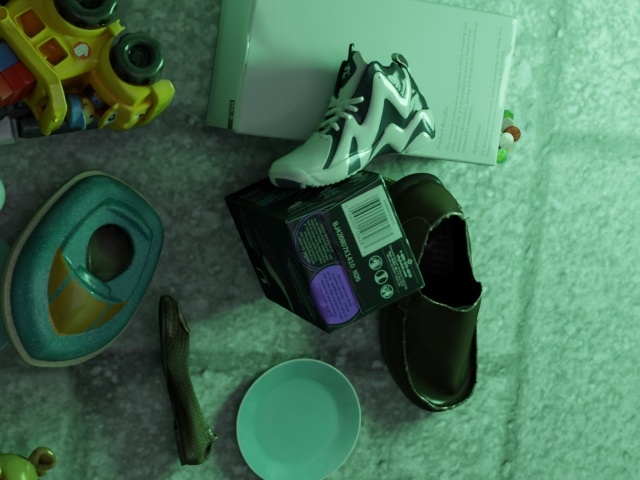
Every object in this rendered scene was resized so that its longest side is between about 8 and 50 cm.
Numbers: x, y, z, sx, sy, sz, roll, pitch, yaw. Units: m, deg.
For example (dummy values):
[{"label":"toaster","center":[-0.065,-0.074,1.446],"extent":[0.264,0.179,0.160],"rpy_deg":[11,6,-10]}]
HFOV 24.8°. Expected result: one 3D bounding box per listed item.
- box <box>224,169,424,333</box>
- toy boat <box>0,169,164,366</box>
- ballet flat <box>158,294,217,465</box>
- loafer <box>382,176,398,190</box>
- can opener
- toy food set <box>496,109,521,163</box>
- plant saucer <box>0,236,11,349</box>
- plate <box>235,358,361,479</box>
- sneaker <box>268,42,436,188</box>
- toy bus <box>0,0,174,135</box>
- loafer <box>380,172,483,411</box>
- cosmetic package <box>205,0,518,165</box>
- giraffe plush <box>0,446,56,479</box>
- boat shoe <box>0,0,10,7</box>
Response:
[{"label":"box","center":[0.000,0.000,1.911],"extent":[0.143,0.270,0.165],"rpy_deg":[-26,106,-15]},{"label":"toy boat","center":[-0.344,0.010,1.818],"extent":[0.318,0.148,0.267],"rpy_deg":[35,71,-31]},{"label":"ballet flat","center":[-0.180,0.190,1.972],"extent":[0.058,0.084,0.250],"rpy_deg":[-8,106,-3]},{"label":"loafer","center":[0.079,-0.064,2.050],"extent":[0.148,0.050,0.056],"rpy_deg":[12,94,-21]},{"label":"can opener","center":[-0.365,-0.163,1.855],"extent":[0.280,0.093,0.074],"rpy_deg":[-10,100,-24]},{"label":"toy food set","center":[0.251,-0.155,2.116],"extent":[0.082,0.020,0.083],"rpy_deg":[24,89,-22]},{"label":"plant saucer","center":[-0.476,0.068,1.871],"extent":[0.195,0.037,0.195],"rpy_deg":[-3,99,-19]},{"label":"plate","center":[-0.033,0.258,2.070],"extent":[0.188,0.024,0.188],"rpy_deg":[-3,98,-20]},{"label":"sneaker","center":[0.027,-0.165,1.830],"extent":[0.235,0.094,0.153],"rpy_deg":[-20,106,-15]},{"label":"toy bus","center":[-0.318,-0.204,1.766],"extent":[0.211,0.149,0.220],"rpy_deg":[-40,92,-27]},{"label":"loafer","center":[0.159,0.093,2.043],"extent":[0.134,0.130,0.366],"rpy_deg":[-18,115,-17]},{"label":"cosmetic package","center":[0.054,-0.228,1.963],"extent":[0.385,0.156,0.217],"rpy_deg":[8,95,-20]},{"label":"giraffe plush","center":[-0.441,0.323,1.875],"extent":[0.170,0.181,0.210],"rpy_deg":[25,54,-32]},{"label":"boat shoe","center":[-0.515,-0.367,1.741],"extent":[0.340,0.127,0.158],"rpy_deg":[33,78,-22]}]
